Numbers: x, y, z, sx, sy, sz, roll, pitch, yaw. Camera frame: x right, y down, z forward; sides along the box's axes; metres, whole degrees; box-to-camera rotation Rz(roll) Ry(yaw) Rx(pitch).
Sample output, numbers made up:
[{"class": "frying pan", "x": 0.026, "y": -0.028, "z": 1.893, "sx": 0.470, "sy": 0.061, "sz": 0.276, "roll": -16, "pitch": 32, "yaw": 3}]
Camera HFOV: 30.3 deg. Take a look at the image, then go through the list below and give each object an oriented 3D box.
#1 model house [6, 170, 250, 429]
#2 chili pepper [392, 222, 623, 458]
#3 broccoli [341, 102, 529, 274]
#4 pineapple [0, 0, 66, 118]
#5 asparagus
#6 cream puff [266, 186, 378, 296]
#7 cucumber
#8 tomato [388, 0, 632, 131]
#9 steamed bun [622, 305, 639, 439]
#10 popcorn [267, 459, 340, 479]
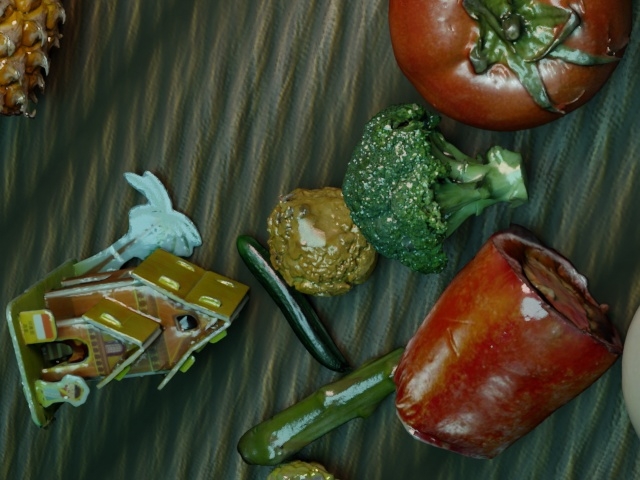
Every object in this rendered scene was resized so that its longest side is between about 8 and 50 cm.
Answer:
[{"class": "model house", "x": -0.297, "y": 0.077, "z": 1.873, "sx": 0.324, "sy": 0.300, "sz": 0.340, "roll": -8, "pitch": 102, "yaw": 10}, {"class": "chili pepper", "x": 0.273, "y": 0.162, "z": 1.747, "sx": 0.251, "sy": 0.229, "sz": 0.305, "roll": 21, "pitch": 125, "yaw": -25}, {"class": "broccoli", "x": 0.164, "y": -0.075, "z": 1.702, "sx": 0.270, "sy": 0.270, "sz": 0.269, "roll": -4, "pitch": 98, "yaw": 9}, {"class": "pineapple", "x": -0.574, "y": -0.364, "z": 1.871, "sx": 0.352, "sy": 0.352, "sz": 0.300, "roll": 23, "pitch": 99, "yaw": 14}, {"class": "asparagus", "x": 0.020, "y": 0.265, "z": 1.898, "sx": 0.343, "sy": 0.085, "sz": 0.082, "roll": -33, "pitch": 46, "yaw": 13}, {"class": "cream puff", "x": 0.000, "y": 0.000, "z": 1.837, "sx": 0.189, "sy": 0.129, "sz": 0.189, "roll": 2, "pitch": 99, "yaw": 15}, {"class": "cucumber", "x": -0.045, "y": 0.103, "z": 1.909, "sx": 0.056, "sy": 0.056, "sz": 0.284, "roll": -39, "pitch": 86, "yaw": 21}, {"class": "tomato", "x": 0.260, "y": -0.329, "z": 1.620, "sx": 0.342, "sy": 0.272, "sz": 0.341, "roll": 3, "pitch": 118, "yaw": 7}, {"class": "steamed bun", "x": 0.588, "y": 0.166, "z": 1.594, "sx": 0.375, "sy": 0.241, "sz": 0.374, "roll": 0, "pitch": 102, "yaw": 2}, {"class": "popcorn", "x": -0.026, "y": 0.422, "z": 1.921, "sx": 0.145, "sy": 0.126, "sz": 0.125, "roll": 0, "pitch": 92, "yaw": 13}]
